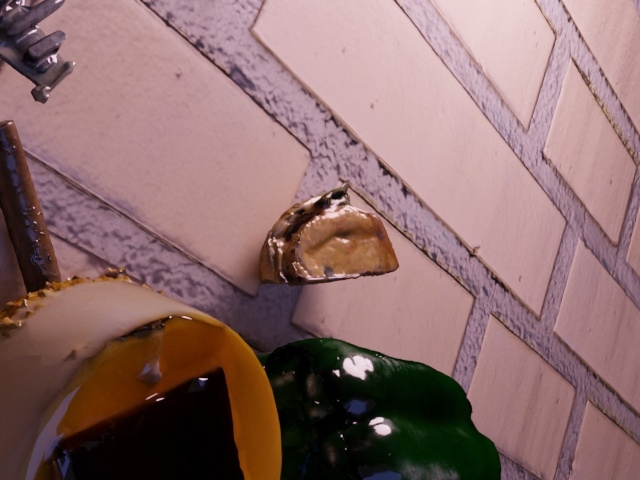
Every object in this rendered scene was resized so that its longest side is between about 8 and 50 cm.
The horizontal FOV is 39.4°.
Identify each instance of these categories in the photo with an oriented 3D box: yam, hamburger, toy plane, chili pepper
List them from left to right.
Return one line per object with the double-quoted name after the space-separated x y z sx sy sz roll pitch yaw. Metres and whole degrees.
-0.228 -0.204 0.627 0.192 0.088 0.262 41 56 -13 "toy plane"
-0.228 -0.019 0.688 0.032 0.032 0.145 -30 117 -44 "yam"
-0.165 0.171 0.676 0.276 0.179 0.294 -26 110 -48 "hamburger"
0.003 -0.006 0.930 0.176 0.087 0.102 -5 86 -42 "hamburger"
0.036 0.216 0.848 0.257 0.233 0.248 7 66 -44 "chili pepper"
